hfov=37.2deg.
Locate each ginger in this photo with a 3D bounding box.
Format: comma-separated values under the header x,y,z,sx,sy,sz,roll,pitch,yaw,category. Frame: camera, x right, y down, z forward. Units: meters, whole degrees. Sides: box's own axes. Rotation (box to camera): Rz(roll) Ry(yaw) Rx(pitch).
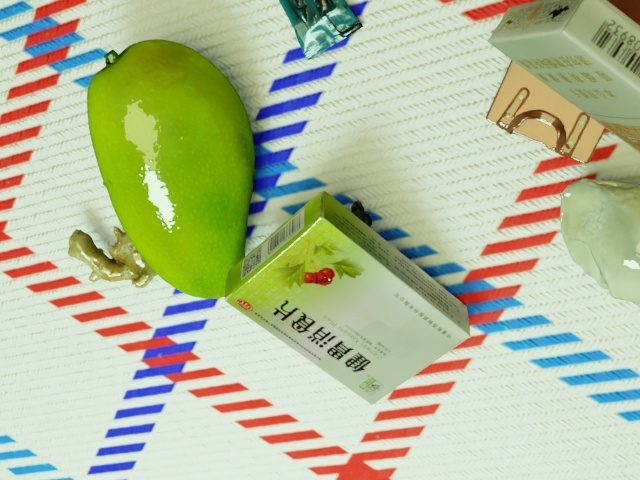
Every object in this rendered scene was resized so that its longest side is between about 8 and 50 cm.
x,y,z,sx,sy,sz,roll,pitch,yaw,category
-0.259,-0.027,1.300,0.193,0.052,0.176,-30,109,13,ginger

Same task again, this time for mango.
x,y,z,sx,sy,sz,roll,pitch,yaw,category
-0.170,-0.081,1.187,0.192,0.156,0.343,-15,114,-5,mango

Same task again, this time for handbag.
x,y,z,sx,sy,sz,roll,pitch,yaw,category
0.277,-0.193,1.049,0.127,0.063,0.190,26,113,8,handbag

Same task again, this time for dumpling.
x,y,z,sx,sy,sz,roll,pitch,yaw,category
0.366,0.021,1.074,0.216,0.126,0.166,14,141,-1,dumpling

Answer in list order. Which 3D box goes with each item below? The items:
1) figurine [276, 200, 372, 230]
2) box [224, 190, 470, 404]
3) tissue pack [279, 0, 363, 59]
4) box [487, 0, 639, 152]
x,y,z,sx,sy,sz,roll,pitch,yaw,category
0.005,0.007,1.217,0.136,0.077,0.079,-20,117,15,figurine
0.035,0.078,1.180,0.260,0.062,0.175,37,119,-24,box
-0.015,-0.294,1.131,0.085,0.028,0.138,-26,96,26,tissue pack
0.347,-0.112,0.928,0.365,0.204,0.051,33,93,-12,box
